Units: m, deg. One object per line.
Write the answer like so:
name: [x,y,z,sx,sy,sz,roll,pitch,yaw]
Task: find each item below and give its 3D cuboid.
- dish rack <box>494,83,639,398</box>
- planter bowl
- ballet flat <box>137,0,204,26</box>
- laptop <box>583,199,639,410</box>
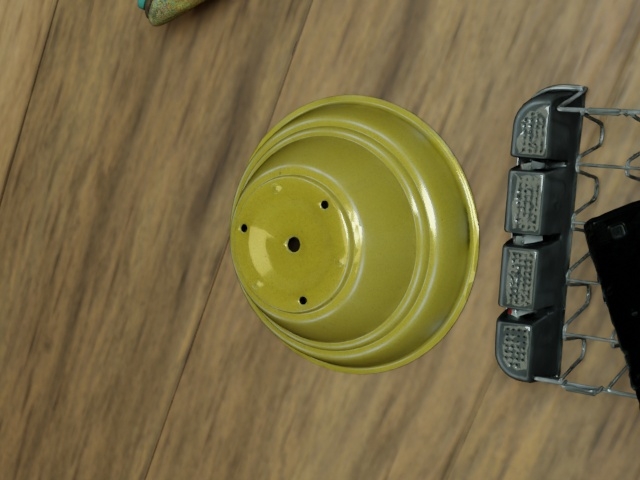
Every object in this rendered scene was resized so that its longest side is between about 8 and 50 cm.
dish rack: [0.240,0.011,0.705,0.271,0.074,0.208,7,100,28]
planter bowl: [0.000,0.000,0.832,0.217,0.090,0.217,4,97,31]
ballet flat: [-0.032,-0.304,0.820,0.123,0.123,0.348,32,111,24]
laptop: [0.300,0.079,0.599,0.234,0.136,0.264,-23,49,19]
